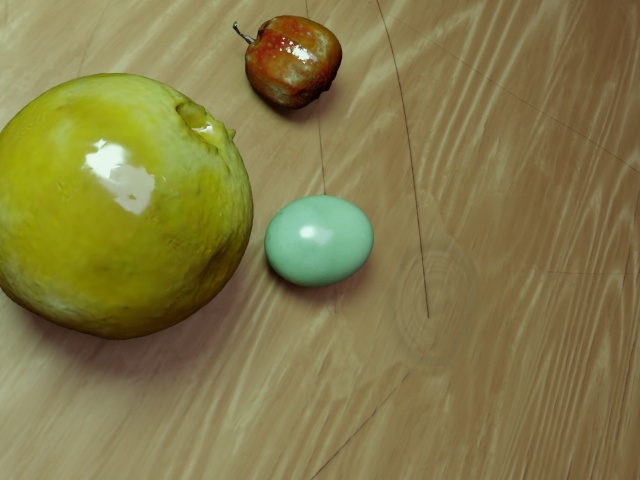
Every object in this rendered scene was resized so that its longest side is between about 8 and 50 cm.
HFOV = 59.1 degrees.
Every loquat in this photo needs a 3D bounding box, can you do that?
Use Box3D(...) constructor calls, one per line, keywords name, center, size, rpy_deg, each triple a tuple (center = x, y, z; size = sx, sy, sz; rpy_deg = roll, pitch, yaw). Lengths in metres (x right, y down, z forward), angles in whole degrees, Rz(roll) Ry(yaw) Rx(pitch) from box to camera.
Box3D(name="loquat", center=(-0.245, -0.040, 0.702), size=(0.329, 0.328, 0.328), rpy_deg=(9, 71, -27))

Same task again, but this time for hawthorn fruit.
Box3D(name="hawthorn fruit", center=(-0.066, -0.321, 0.981), size=(0.194, 0.157, 0.156), rpy_deg=(27, 64, -13))

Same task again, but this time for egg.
Box3D(name="egg", center=(0.000, 0.000, 0.921), size=(0.193, 0.149, 0.149), rpy_deg=(-13, 82, -31))
